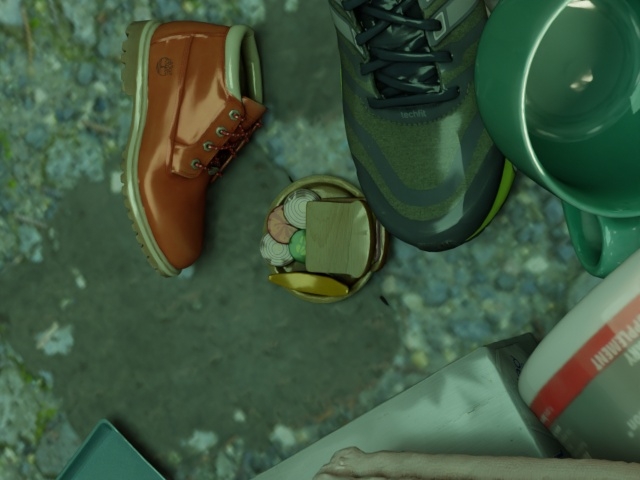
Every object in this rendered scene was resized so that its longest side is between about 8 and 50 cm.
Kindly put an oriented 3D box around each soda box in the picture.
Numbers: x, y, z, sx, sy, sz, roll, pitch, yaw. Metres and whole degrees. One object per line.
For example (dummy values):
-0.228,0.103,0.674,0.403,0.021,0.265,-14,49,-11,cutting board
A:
0.014,0.162,0.945,0.286,0.091,0.098,-33,79,21,soda box

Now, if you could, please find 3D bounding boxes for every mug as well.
0.139,-0.075,0.865,0.129,0.097,0.157,28,98,-21,mug

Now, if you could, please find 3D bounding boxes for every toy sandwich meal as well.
0.000,0.000,0.979,0.086,0.029,0.085,1,92,23,toy sandwich meal

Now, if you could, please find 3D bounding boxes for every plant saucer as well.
-0.168,0.204,1.064,0.067,0.018,0.192,43,108,16,plant saucer

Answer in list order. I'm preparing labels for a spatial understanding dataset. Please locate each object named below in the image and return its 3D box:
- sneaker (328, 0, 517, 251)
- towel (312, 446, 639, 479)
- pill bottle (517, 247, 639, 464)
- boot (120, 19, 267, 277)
0.037,-0.141,0.908,0.111,0.121,0.299,-10,88,23,sneaker
0.174,0.243,0.789,0.317,0.053,0.331,-6,115,44,towel
0.245,0.124,0.808,0.161,0.161,0.283,-46,75,18,pill bottle
-0.073,-0.056,0.995,0.085,0.059,0.157,-1,90,18,boot
